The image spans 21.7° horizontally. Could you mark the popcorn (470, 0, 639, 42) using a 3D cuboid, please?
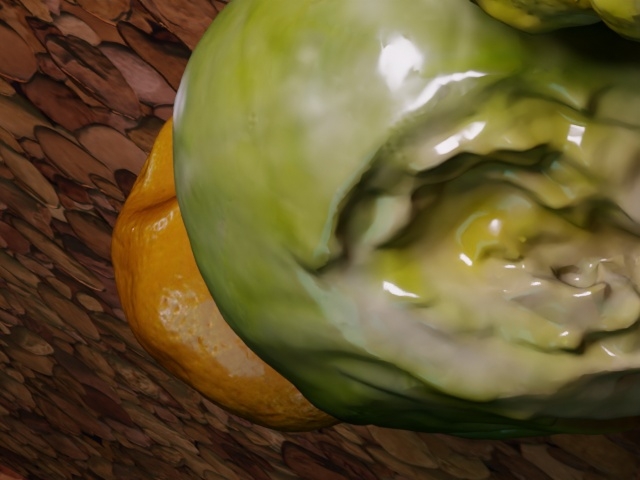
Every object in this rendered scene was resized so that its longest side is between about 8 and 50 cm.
[{"bbox_3d":[0.119,-0.182,0.585,0.255,0.195,0.256,51,123,6],"label":"popcorn"}]

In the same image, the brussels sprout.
[{"bbox_3d":[0.090,-0.023,0.823,0.344,0.268,0.344,23,176,2],"label":"brussels sprout"}]

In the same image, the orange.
[{"bbox_3d":[0.000,0.000,1.053,0.249,0.249,0.183,38,139,-8],"label":"orange"}]
